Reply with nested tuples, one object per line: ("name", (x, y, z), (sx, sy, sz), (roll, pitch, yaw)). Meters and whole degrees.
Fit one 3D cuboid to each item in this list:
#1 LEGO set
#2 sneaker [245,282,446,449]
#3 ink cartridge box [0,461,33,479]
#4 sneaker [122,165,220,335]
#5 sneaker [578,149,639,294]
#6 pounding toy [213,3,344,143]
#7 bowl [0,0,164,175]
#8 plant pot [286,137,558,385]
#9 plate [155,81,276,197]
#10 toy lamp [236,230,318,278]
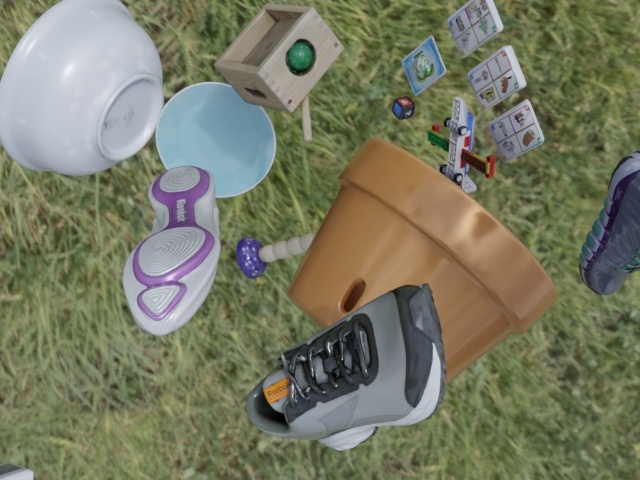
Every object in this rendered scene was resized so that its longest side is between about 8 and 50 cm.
("LEGO set", (0.173, -0.161, 1.217), (0.060, 0.244, 0.183), (-17, 82, -29))
("sneaker", (0.020, 0.116, 0.863), (0.107, 0.100, 0.271), (3, 153, -25))
("ink cartridge box", (-0.526, 0.462, 1.444), (0.275, 0.060, 0.239), (-6, 103, -60))
("sneaker", (-0.169, 0.033, 1.306), (0.114, 0.305, 0.152), (-4, 124, 5))
("sneaker", (0.370, 0.003, 1.200), (0.083, 0.098, 0.224), (-23, 140, -21))
("pounding toy", (-0.041, -0.209, 1.271), (0.130, 0.141, 0.100), (-52, 126, -12))
("bowl", (-0.332, -0.212, 1.559), (0.298, 0.134, 0.298), (-47, 155, -31))
("plant pot", (0.098, 0.052, 1.198), (0.203, 0.291, 0.291), (-49, 123, -4))
("plate", (-0.160, -0.156, 1.587), (0.188, 0.024, 0.188), (3, 116, 6))
("toy lamp", (0.000, 0.000, 1.634), (0.274, 0.080, 0.080), (-15, 128, 28))
